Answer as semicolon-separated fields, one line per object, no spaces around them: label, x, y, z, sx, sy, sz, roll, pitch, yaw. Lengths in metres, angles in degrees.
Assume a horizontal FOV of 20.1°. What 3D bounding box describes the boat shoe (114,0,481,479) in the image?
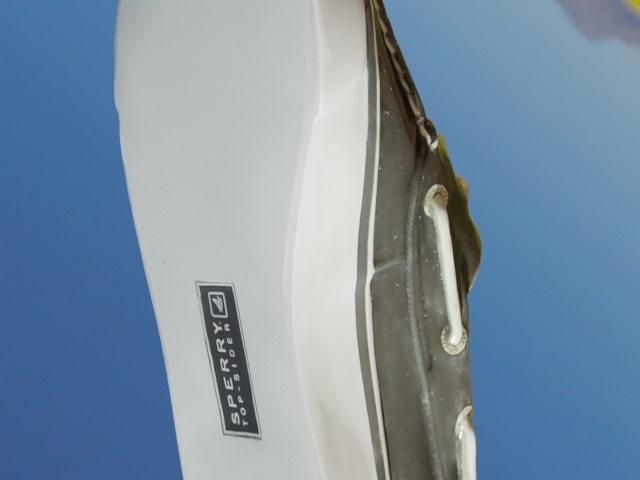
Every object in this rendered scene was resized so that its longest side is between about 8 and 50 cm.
boat shoe;0.000;0.000;0.461;0.070;0.219;0.078;-17;-161;-41
